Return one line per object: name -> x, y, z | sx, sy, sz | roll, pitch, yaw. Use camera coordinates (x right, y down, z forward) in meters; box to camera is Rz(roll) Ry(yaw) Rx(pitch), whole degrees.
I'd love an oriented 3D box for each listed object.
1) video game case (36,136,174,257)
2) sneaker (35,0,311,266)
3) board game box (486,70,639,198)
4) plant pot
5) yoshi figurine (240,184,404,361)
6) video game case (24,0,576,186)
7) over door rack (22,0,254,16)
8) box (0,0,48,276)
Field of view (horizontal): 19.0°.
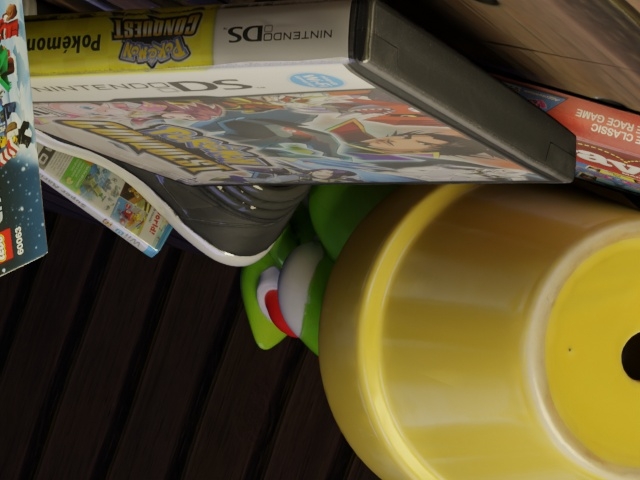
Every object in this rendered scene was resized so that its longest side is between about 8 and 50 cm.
video game case -> -0.165, -0.079, 1.408 | 0.166, 0.119, 0.015 | 36, 142, -13
sneaker -> -0.121, -0.107, 1.345 | 0.295, 0.105, 0.147 | 37, 145, -12
board game box -> 0.184, -0.050, 1.141 | 0.281, 0.027, 0.145 | 18, 174, 14
plant pot -> 0.156, 0.069, 1.256 | 0.254, 0.254, 0.239 | 21, 173, -20
yoshi figurine -> 0.017, -0.023, 1.538 | 0.203, 0.203, 0.362 | 65, 170, -23
video game case -> -0.028, -0.068, 0.995 | 0.248, 0.035, 0.275 | 0, 170, 27
over door rack -> -0.148, -0.130, 1.060 | 0.324, 0.108, 0.239 | 17, 175, 18
box -> -0.208, -0.109, 0.890 | 0.159, 0.233, 0.044 | 14, -152, 35
